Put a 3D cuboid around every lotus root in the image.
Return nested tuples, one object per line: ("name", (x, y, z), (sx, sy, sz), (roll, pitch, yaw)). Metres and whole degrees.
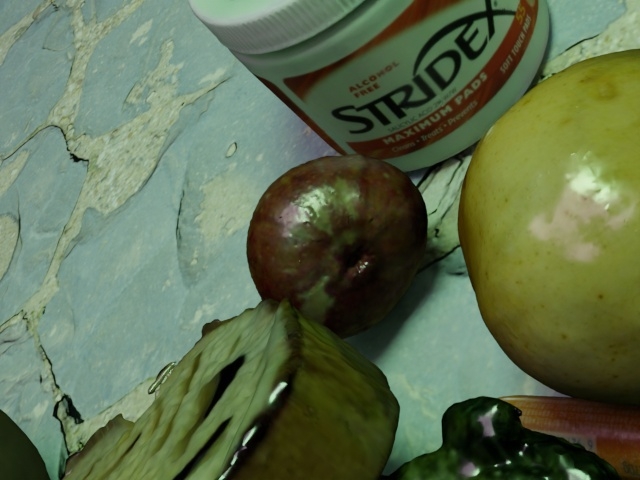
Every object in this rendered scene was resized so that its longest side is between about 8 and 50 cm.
("lotus root", (-0.112, 0.202, 0.588), (0.390, 0.111, 0.375), (-42, 11, 25))

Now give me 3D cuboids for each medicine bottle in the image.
("medicine bottle", (0.047, -0.222, 0.834), (0.252, 0.241, 0.253), (-24, 47, 29))

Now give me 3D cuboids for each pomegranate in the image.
("pomegranate", (0.193, -0.009, 0.566), (0.233, 0.233, 0.233), (-23, 48, 28))

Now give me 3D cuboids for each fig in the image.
("fig", (0.013, 0.008, 0.808), (0.143, 0.231, 0.160), (33, 86, 6))

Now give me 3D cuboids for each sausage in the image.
("sausage", (0.237, 0.124, 0.550), (0.347, 0.053, 0.053), (-5, 58, 40))

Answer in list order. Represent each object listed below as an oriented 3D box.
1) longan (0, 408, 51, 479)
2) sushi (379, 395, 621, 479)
("longan", (-0.395, 0.288, 0.870), (0.300, 0.243, 0.300), (1, 92, 20))
("sushi", (0.085, 0.291, 0.473), (0.352, 0.178, 0.294), (-50, 42, 3))
